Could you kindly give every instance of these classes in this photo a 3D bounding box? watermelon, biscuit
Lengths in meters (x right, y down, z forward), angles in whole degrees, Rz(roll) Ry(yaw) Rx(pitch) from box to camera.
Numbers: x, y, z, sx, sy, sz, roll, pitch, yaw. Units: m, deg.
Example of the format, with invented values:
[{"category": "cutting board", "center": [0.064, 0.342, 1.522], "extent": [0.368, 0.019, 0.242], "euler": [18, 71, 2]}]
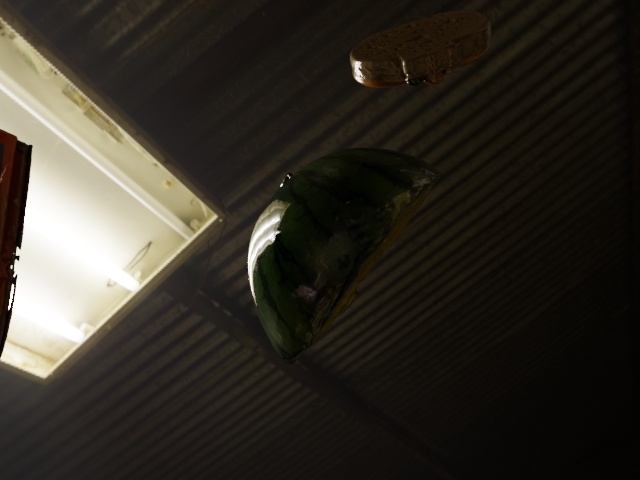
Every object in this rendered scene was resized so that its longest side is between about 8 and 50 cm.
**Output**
[{"category": "watermelon", "center": [0.000, 0.000, 0.699], "extent": [0.331, 0.189, 0.331], "euler": [-50, -15, -18]}, {"category": "biscuit", "center": [0.120, -0.217, 0.593], "extent": [0.170, 0.170, 0.050], "euler": [-23, -56, -5]}]

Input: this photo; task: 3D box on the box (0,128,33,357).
[{"category": "box", "center": [-0.571, 0.010, 0.554], "extent": [0.348, 0.319, 0.257], "euler": [-6, -15, 18]}]
